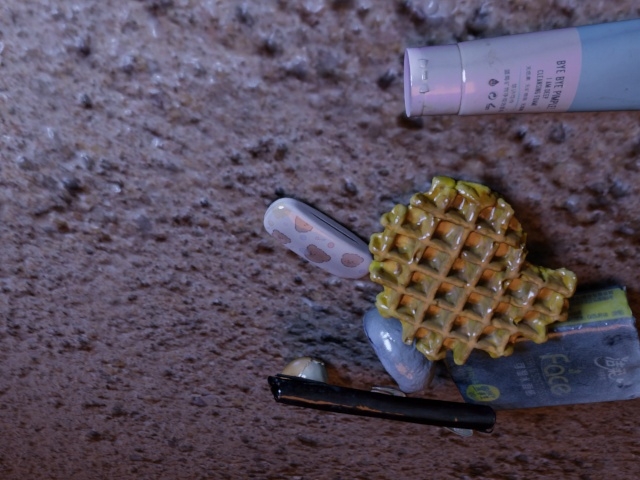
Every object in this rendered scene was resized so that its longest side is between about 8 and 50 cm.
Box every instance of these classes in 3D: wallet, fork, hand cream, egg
[{"bbox_3d":[0.079,0.244,0.849,0.318,0.045,0.172,11,167,-9],"label":"wallet"},{"bbox_3d":[0.189,0.315,1.022,0.220,0.034,0.028,27,140,-15],"label":"fork"},{"bbox_3d":[0.241,-0.168,0.547,0.313,0.070,0.111,-3,131,2],"label":"hand cream"},{"bbox_3d":[-0.029,0.234,0.958,0.083,0.071,0.071,-20,127,24],"label":"egg"}]

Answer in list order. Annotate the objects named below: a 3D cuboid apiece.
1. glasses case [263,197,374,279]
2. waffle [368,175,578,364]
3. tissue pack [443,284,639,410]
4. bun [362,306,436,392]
[{"bbox_3d":[0.000,0.000,0.750,0.164,0.041,0.063,33,130,-20],"label":"glasses case"},{"bbox_3d":[0.185,0.038,0.702,0.249,0.056,0.253,-10,110,10],"label":"waffle"},{"bbox_3d":[0.320,0.164,0.822,0.257,0.081,0.185,-14,130,23],"label":"tissue pack"},{"bbox_3d":[0.122,0.150,0.816,0.083,0.140,0.140,-32,123,7],"label":"bun"}]
